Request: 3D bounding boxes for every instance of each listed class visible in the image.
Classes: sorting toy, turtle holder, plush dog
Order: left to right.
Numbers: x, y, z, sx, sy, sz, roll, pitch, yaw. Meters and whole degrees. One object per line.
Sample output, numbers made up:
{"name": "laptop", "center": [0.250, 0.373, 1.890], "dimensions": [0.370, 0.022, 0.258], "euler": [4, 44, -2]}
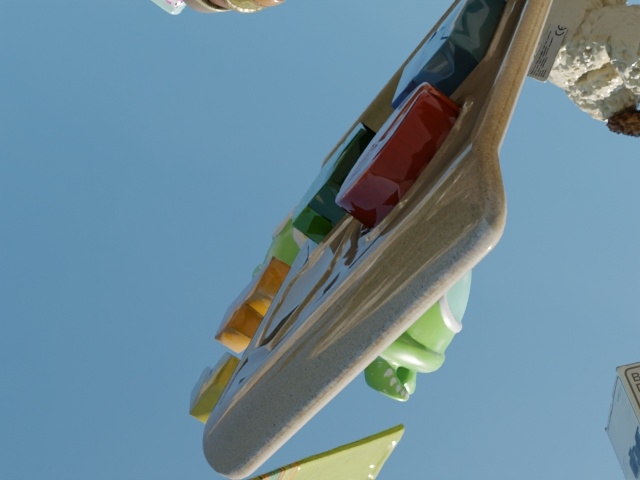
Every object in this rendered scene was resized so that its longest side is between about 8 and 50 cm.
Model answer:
{"name": "sorting toy", "center": [0.000, 0.000, 0.527], "dimensions": [0.041, 0.307, 0.229], "euler": [33, -139, -10]}
{"name": "turtle holder", "center": [0.041, 0.023, 1.199], "dimensions": [0.243, 0.227, 0.320], "euler": [27, 179, 40]}
{"name": "plush dog", "center": [0.327, -0.228, 1.300], "dimensions": [0.210, 0.225, 0.262], "euler": [-21, -123, 21]}

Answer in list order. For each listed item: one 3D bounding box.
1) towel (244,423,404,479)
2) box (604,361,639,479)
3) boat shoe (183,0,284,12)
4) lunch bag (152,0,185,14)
{"name": "towel", "center": [-0.015, 0.250, 1.096], "dimensions": [0.237, 0.102, 0.021], "euler": [-11, -128, -41]}
{"name": "box", "center": [0.403, 0.284, 1.167], "dimensions": [0.087, 0.169, 0.290], "euler": [-14, -127, -1]}
{"name": "boat shoe", "center": [-0.083, -0.331, 0.842], "dimensions": [0.104, 0.307, 0.111], "euler": [9, -145, 46]}
{"name": "lunch bag", "center": [-0.196, -0.422, 1.254], "dimensions": [0.262, 0.223, 0.160], "euler": [45, -159, 9]}
